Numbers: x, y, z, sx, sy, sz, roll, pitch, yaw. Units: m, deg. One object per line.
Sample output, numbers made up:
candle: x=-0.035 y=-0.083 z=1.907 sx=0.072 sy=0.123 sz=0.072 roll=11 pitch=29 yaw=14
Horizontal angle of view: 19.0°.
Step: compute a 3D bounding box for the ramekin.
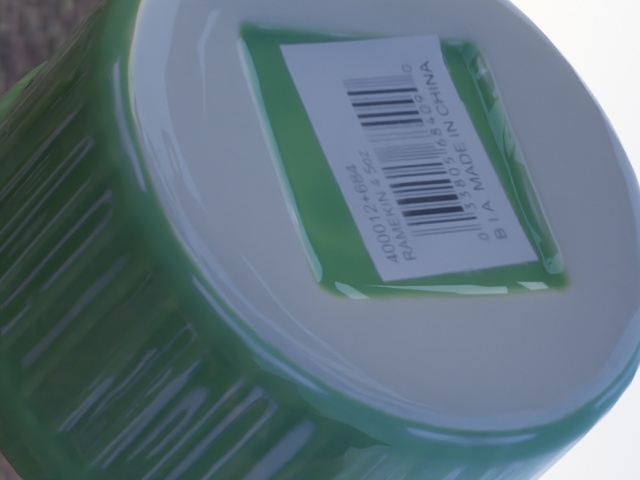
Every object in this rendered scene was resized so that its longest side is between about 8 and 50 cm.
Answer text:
ramekin: x=0.000 y=0.000 z=0.840 sx=0.148 sy=0.303 sz=0.303 roll=-46 pitch=-148 yaw=45
